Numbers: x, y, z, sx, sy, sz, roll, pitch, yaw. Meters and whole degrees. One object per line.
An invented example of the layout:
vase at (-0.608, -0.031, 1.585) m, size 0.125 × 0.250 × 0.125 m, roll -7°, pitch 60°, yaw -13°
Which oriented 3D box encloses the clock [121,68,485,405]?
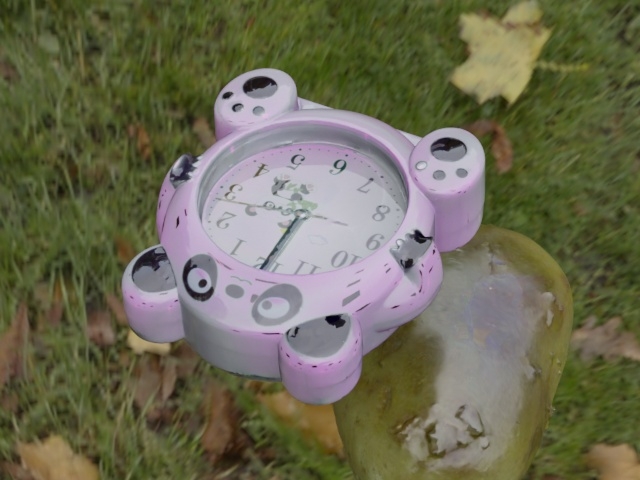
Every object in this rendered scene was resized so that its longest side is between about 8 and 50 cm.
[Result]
clock at (-0.015, -0.004, 1.223) m, size 0.228 × 0.090 × 0.248 m, roll 19°, pitch 52°, yaw 20°

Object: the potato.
potato at (0.114, 0.110, 1.449) m, size 0.210 × 0.173 × 0.307 m, roll 22°, pitch 51°, yaw -8°
